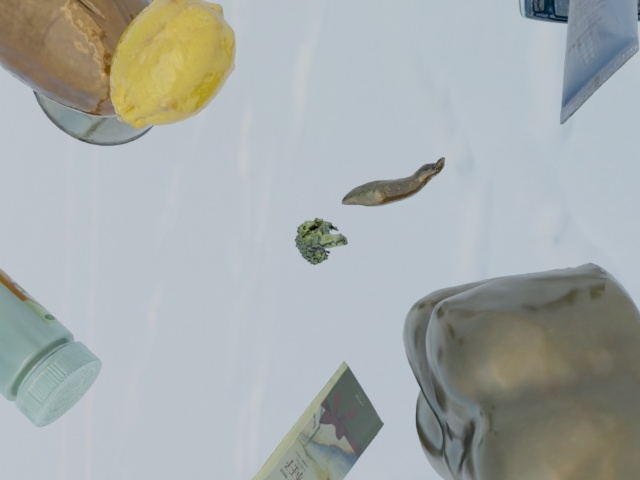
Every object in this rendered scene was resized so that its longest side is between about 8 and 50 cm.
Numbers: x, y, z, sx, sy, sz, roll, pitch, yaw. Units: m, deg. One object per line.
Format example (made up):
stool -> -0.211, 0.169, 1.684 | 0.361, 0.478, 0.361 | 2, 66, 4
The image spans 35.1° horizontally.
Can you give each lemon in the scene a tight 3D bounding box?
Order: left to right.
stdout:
lemon -> -0.150, -0.177, 1.019 | 0.155, 0.114, 0.114 | -52, 29, 1

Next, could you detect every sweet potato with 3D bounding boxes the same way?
sweet potato -> 0.103, -0.072, 1.389 | 0.041, 0.153, 0.038 | 65, -175, -57

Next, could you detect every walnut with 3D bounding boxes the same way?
walnut -> -0.314, -0.273, 1.305 | 0.336, 0.209, 0.209 | 43, 144, 4

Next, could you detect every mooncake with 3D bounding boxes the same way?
mooncake -> 0.277, 0.256, 1.288 | 0.467, 0.262, 0.467 | 167, 90, -84

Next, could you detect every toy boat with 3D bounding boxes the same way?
toy boat -> 0.488, -0.419, 1.752 | 0.062, 0.299, 0.096 | -149, 58, -80

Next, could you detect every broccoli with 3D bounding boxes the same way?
broccoli -> 0.000, 0.000, 1.773 | 0.097, 0.092, 0.095 | 44, -142, -67

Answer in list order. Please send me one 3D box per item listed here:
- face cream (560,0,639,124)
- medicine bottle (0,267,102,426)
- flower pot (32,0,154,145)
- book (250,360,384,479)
face cream -> 0.368, -0.304, 1.323 | 0.135, 0.086, 0.385 | -48, 16, 42
medicine bottle -> -0.547, 0.163, 1.760 | 0.318, 0.158, 0.158 | 40, 137, 10
flower pot -> -0.387, -0.365, 1.976 | 0.330, 0.293, 0.294 | -21, 69, 60
book -> -0.003, 0.377, 1.790 | 0.026, 0.289, 0.201 | 19, 151, 39
